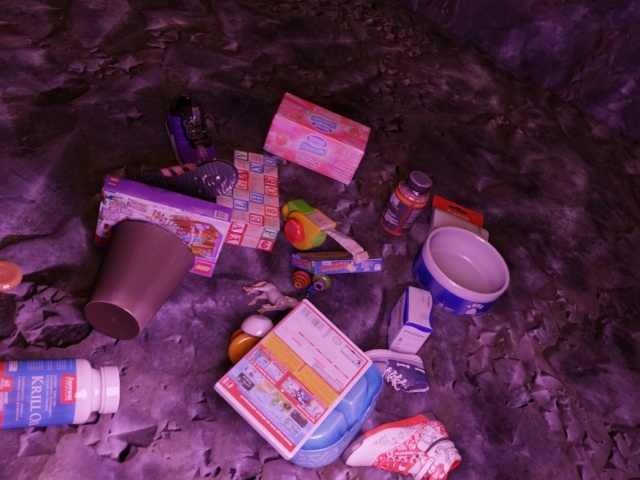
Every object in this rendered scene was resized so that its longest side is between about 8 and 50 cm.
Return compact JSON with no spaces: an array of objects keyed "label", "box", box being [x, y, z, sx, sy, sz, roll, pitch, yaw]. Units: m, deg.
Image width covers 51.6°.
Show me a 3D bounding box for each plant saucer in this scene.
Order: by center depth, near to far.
[{"label":"plant saucer","box":[-0.691,0.074,1.433,0.083,0.013,0.083,14,43,-14]}]

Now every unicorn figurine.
[{"label":"unicorn figurine","box":[-0.111,0.150,1.617,0.111,0.060,0.162,-15,56,-37]}]

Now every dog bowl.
[{"label":"dog bowl","box":[0.018,0.364,1.417,0.166,0.074,0.297,17,36,28]},{"label":"dog bowl","box":[0.403,0.088,1.913,0.264,0.104,0.265,15,42,-14]}]

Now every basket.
[{"label":"basket","box":[-0.413,0.092,1.460,0.204,0.154,0.227,22,45,-4]}]

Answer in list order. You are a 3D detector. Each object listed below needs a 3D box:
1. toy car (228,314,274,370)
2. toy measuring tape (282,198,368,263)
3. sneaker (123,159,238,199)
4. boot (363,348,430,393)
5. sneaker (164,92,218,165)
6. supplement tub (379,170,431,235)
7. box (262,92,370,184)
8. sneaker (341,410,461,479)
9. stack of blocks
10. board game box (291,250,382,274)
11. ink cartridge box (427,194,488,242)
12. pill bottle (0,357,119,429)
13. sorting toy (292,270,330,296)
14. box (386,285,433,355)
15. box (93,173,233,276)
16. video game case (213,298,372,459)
[{"label":"toy car","box":[-0.117,0.247,1.474,0.182,0.159,0.136,16,6,-12]},{"label":"toy measuring tape","box":[0.000,0.000,1.764,0.121,0.121,0.330,-16,40,-38]},{"label":"sneaker","box":[-0.364,-0.141,1.715,0.319,0.112,0.131,-7,11,6]},{"label":"boot","box":[0.175,0.317,1.586,0.190,0.069,0.086,7,42,-24]},{"label":"sneaker","box":[-0.367,-0.311,1.894,0.102,0.146,0.293,-10,52,-34]},{"label":"supplement tub","box":[0.258,-0.113,1.973,0.106,0.198,0.106,15,43,-14]},{"label":"box","box":[-0.011,-0.321,2.091,0.300,0.142,0.154,23,42,-5]},{"label":"sneaker","box":[0.184,0.468,1.420,0.270,0.090,0.145,-7,49,-36]},{"label":"stack of blocks","box":[-0.209,-0.120,1.824,0.171,0.087,0.297,12,43,-16]},{"label":"board game box","box":[0.043,0.057,1.755,0.201,0.035,0.136,-1,9,-29]},{"label":"ink cartridge box","box":[0.448,-0.063,2.131,0.189,0.066,0.232,24,45,-3]},{"label":"pill bottle","box":[-0.496,0.282,1.235,0.221,0.124,0.124,1,47,-25]},{"label":"sorting toy","box":[-0.027,0.115,1.698,0.102,0.061,0.042,10,39,16]},{"label":"box","box":[0.225,0.208,1.672,0.072,0.137,0.126,19,42,-8]},{"label":"box","box":[-0.373,-0.030,1.561,0.293,0.201,0.057,16,43,-13]},{"label":"video game case","box":[-0.048,0.274,1.354,0.204,0.025,0.285,43,53,8]}]
